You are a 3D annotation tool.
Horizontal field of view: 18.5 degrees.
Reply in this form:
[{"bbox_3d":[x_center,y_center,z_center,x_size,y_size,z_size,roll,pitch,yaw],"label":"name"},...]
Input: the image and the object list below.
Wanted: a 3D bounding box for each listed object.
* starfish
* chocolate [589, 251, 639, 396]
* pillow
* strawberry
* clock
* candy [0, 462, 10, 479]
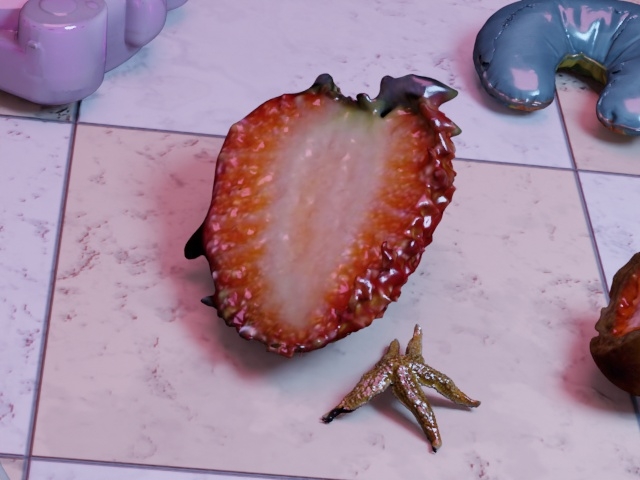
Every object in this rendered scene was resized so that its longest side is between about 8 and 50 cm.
[{"bbox_3d":[0.060,0.120,1.608,0.130,0.041,0.133,-14,40,-28],"label":"starfish"},{"bbox_3d":[0.285,0.076,1.656,0.133,0.124,0.127,-37,79,-23],"label":"chocolate"},{"bbox_3d":[0.277,-0.191,2.083,0.233,0.086,0.214,14,39,11],"label":"pillow"},{"bbox_3d":[0.000,0.000,1.724,0.233,0.137,0.306,4,55,27],"label":"strawberry"},{"bbox_3d":[-0.299,-0.267,2.033,0.296,0.113,0.322,21,35,18],"label":"clock"},{"bbox_3d":[-0.343,0.254,1.223,0.359,0.145,0.208,-7,37,-24],"label":"candy"}]
